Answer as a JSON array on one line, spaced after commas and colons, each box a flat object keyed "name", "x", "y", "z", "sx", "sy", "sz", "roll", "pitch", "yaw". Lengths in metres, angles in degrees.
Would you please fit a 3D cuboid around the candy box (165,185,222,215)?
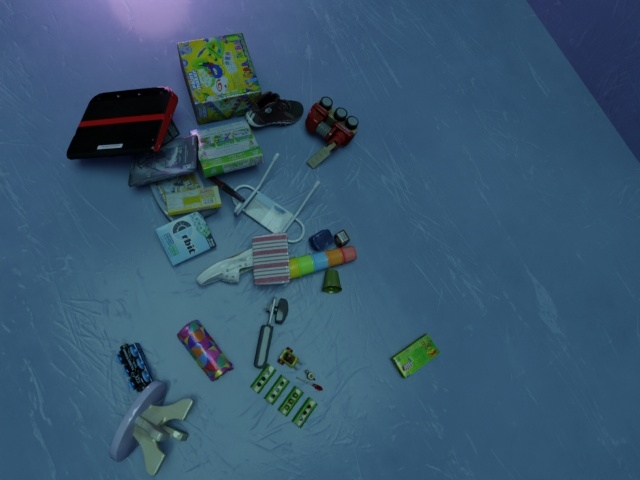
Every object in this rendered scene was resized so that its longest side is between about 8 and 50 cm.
[{"name": "candy box", "x": -0.495, "y": -0.156, "z": 1.798, "sx": 0.205, "sy": 0.027, "sz": 0.105, "roll": -11, "pitch": 49, "yaw": -13}]

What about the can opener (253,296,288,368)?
[{"name": "can opener", "x": -0.191, "y": 0.350, "z": 1.764, "sx": 0.093, "sy": 0.074, "sz": 0.281, "roll": 16, "pitch": 73, "yaw": -7}]

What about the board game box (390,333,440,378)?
[{"name": "board game box", "x": 0.381, "y": 0.464, "z": 1.856, "sx": 0.181, "sy": 0.043, "sz": 0.092, "roll": -30, "pitch": 83, "yaw": -16}]

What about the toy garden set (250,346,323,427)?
[{"name": "toy garden set", "x": -0.107, "y": 0.545, "z": 1.739, "sx": 0.244, "sy": 0.049, "sz": 0.204, "roll": 38, "pitch": 72, "yaw": 1}]

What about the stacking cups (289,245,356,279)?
[{"name": "stacking cups", "x": -0.005, "y": 0.087, "z": 1.860, "sx": 0.315, "sy": 0.096, "sz": 0.096, "roll": -13, "pitch": 78, "yaw": -14}]

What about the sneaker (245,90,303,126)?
[{"name": "sneaker", "x": -0.170, "y": -0.568, "z": 1.955, "sx": 0.281, "sy": 0.162, "sz": 0.107, "roll": -23, "pitch": 79, "yaw": -30}]

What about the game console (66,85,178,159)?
[{"name": "game console", "x": -0.761, "y": -0.454, "z": 1.791, "sx": 0.385, "sy": 0.060, "sz": 0.342, "roll": -2, "pitch": 60, "yaw": 12}]

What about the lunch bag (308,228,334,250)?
[{"name": "lunch bag", "x": 0.000, "y": 0.000, "z": 1.902, "sx": 0.098, "sy": 0.065, "sz": 0.067, "roll": -30, "pitch": 98, "yaw": -18}]

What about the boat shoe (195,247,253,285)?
[{"name": "boat shoe", "x": -0.343, "y": 0.119, "z": 1.787, "sx": 0.276, "sy": 0.098, "sz": 0.096, "roll": -26, "pitch": 80, "yaw": -17}]

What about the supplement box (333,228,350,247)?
[{"name": "supplement box", "x": 0.086, "y": -0.006, "z": 1.909, "sx": 0.043, "sy": 0.083, "sz": 0.055, "roll": -29, "pitch": 82, "yaw": -16}]

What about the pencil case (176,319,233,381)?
[{"name": "pencil case", "x": -0.424, "y": 0.405, "z": 1.696, "sx": 0.104, "sy": 0.104, "sz": 0.236, "roll": -37, "pitch": 86, "yaw": -18}]

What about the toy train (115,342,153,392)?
[{"name": "toy train", "x": -0.652, "y": 0.448, "z": 1.634, "sx": 0.080, "sy": 0.105, "sz": 0.184, "roll": -29, "pitch": 81, "yaw": -8}]

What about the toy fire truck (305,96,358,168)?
[{"name": "toy fire truck", "x": 0.011, "y": -0.459, "z": 2.003, "sx": 0.217, "sy": 0.158, "sz": 0.246, "roll": 37, "pitch": 61, "yaw": 1}]

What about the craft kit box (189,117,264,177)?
[{"name": "craft kit box", "x": -0.387, "y": -0.386, "z": 1.894, "sx": 0.249, "sy": 0.061, "sz": 0.247, "roll": -17, "pitch": 52, "yaw": -14}]

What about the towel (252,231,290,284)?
[{"name": "towel", "x": -0.189, "y": 0.070, "z": 1.778, "sx": 0.144, "sy": 0.029, "sz": 0.197, "roll": -5, "pitch": 81, "yaw": 8}]

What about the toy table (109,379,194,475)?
[{"name": "toy table", "x": -0.555, "y": 0.631, "z": 1.549, "sx": 0.160, "sy": 0.252, "sz": 0.275, "roll": 22, "pitch": 82, "yaw": 13}]

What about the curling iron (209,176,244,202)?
[{"name": "curling iron", "x": -0.390, "y": -0.228, "z": 1.845, "sx": 0.035, "sy": 0.068, "sz": 0.274, "roll": -24, "pitch": 53, "yaw": -33}]

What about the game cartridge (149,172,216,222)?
[{"name": "game cartridge", "x": -0.571, "y": -0.204, "z": 1.858, "sx": 0.198, "sy": 0.062, "sz": 0.297, "roll": -25, "pitch": 81, "yaw": -20}]

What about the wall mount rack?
[{"name": "wall mount rack", "x": -0.179, "y": -0.164, "z": 1.879, "sx": 0.350, "sy": 0.130, "sz": 0.304, "roll": 35, "pitch": 71, "yaw": -1}]

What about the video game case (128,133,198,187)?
[{"name": "video game case", "x": -0.616, "y": -0.316, "z": 1.819, "sx": 0.273, "sy": 0.026, "sz": 0.196, "roll": -13, "pitch": 54, "yaw": 3}]

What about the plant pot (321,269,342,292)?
[{"name": "plant pot", "x": 0.047, "y": 0.162, "z": 1.864, "sx": 0.083, "sy": 0.083, "sz": 0.079, "roll": 6, "pitch": 62, "yaw": -9}]

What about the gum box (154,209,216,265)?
[{"name": "gum box", "x": -0.523, "y": -0.012, "z": 1.794, "sx": 0.184, "sy": 0.041, "sz": 0.157, "roll": -27, "pitch": 102, "yaw": -15}]

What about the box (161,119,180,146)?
[{"name": "box", "x": -0.682, "y": -0.447, "z": 1.852, "sx": 0.158, "sy": 0.093, "sz": 0.156, "roll": -41, "pitch": 56, "yaw": -18}]

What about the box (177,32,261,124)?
[{"name": "box", "x": -0.426, "y": -0.682, "z": 1.951, "sx": 0.278, "sy": 0.177, "sz": 0.290, "roll": -15, "pitch": 79, "yaw": -14}]
